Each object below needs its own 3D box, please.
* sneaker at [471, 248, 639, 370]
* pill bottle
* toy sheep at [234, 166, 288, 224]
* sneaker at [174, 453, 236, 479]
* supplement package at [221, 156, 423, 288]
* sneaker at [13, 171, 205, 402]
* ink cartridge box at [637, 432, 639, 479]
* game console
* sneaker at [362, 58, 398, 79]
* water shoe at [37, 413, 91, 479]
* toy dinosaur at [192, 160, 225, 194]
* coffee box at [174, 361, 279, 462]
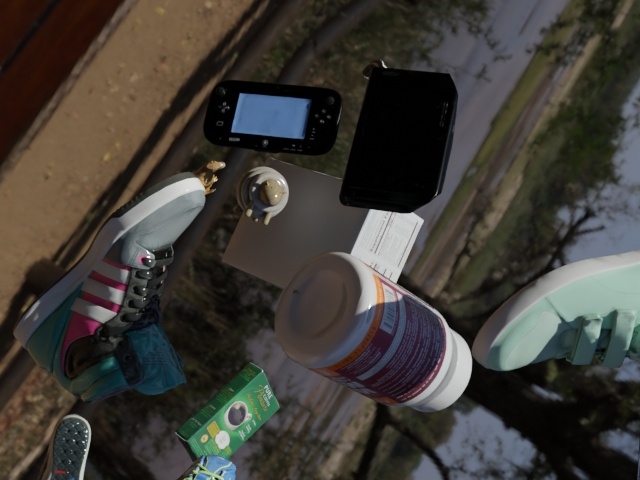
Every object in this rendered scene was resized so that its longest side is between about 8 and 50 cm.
[{"bbox_3d":[0.270,0.092,0.777,0.256,0.151,0.094,-19,144,-6],"label":"sneaker"},{"bbox_3d":[0.064,0.106,0.954,0.221,0.121,0.121,33,87,-44],"label":"pill bottle"},{"bbox_3d":[-0.094,-0.073,1.420,0.091,0.091,0.132,-58,-155,-6],"label":"toy sheep"},{"bbox_3d":[-0.165,0.310,1.110,0.240,0.091,0.126,90,21,-63],"label":"sneaker"},{"bbox_3d":[0.000,0.000,1.527,0.145,0.262,0.204,29,83,-49],"label":"supplement package"},{"bbox_3d":[-0.196,0.078,0.995,0.295,0.178,0.124,-44,168,20],"label":"sneaker"},{"bbox_3d":[0.654,0.248,1.553,0.395,0.151,0.270,-45,146,-60],"label":"ink cartridge box"},{"bbox_3d":[0.005,-0.153,1.268,0.044,0.361,0.213,68,32,-62],"label":"game console"},{"bbox_3d":[0.106,-0.266,1.486,0.040,0.044,0.109,-44,-145,0],"label":"sneaker"},{"bbox_3d":[-0.392,0.365,1.366,0.080,0.073,0.203,157,-49,-74],"label":"water shoe"},{"bbox_3d":[-0.261,-0.089,1.716,0.211,0.064,0.112,-48,176,19],"label":"toy dinosaur"},{"bbox_3d":[-0.160,0.315,1.588,0.184,0.040,0.113,-43,135,-24],"label":"coffee box"}]
